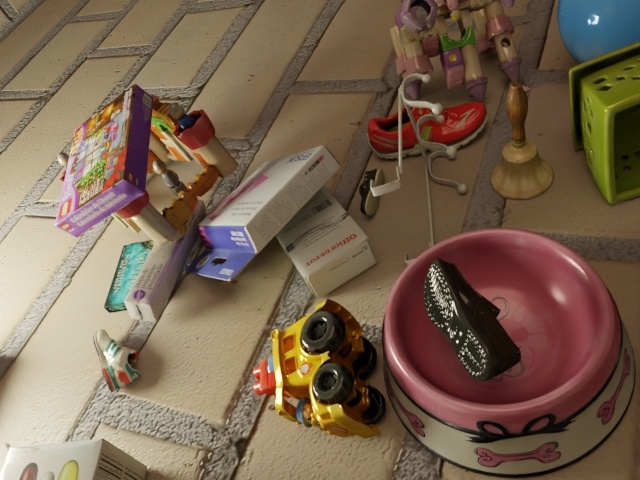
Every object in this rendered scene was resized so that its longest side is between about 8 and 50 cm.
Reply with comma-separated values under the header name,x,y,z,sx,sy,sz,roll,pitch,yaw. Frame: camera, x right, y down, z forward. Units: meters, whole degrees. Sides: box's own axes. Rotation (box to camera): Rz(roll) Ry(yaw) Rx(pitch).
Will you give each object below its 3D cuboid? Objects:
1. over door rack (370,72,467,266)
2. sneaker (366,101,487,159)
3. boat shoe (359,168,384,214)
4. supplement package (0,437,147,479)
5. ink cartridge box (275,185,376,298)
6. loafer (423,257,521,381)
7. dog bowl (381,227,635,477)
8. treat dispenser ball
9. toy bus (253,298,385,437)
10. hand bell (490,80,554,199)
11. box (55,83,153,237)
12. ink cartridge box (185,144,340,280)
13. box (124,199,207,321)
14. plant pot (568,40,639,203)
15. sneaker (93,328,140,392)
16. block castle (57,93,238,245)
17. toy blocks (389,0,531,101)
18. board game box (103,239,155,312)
name,x,y,z,sx,sy,sz,roll,pitch,yaw
over door rack,0.212,-0.142,1.189,0.108,0.239,0.324,-3,49,27
sneaker,0.241,-0.266,1.364,0.279,0.118,0.107,-15,48,10
boat shoe,0.109,-0.106,1.331,0.042,0.049,0.133,-4,48,27
supplement package,-0.425,0.459,0.991,0.194,0.149,0.203,-11,49,14
ink cartridge box,0.000,0.000,1.254,0.153,0.087,0.208,-31,45,-5
loafer,0.219,0.113,0.881,0.078,0.080,0.220,1,41,-20
dog bowl,0.284,0.151,0.964,0.407,0.150,0.408,-12,48,14
treat dispenser ball,0.656,-0.497,1.274,0.288,0.288,0.288,-12,48,13
toy bus,-0.017,0.242,1.026,0.211,0.149,0.220,-26,47,18
hand bell,0.385,-0.205,1.166,0.126,0.242,0.126,-12,48,13
box,-0.447,-0.171,1.253,0.201,0.057,0.293,-28,48,23
ink cartridge box,-0.152,-0.062,1.288,0.330,0.071,0.324,-46,20,-20
box,-0.344,0.034,1.361,0.063,0.067,0.324,8,50,10
plant pot,0.598,-0.243,1.130,0.227,0.228,0.207,-20,41,6
sneaker,-0.423,0.242,1.253,0.075,0.057,0.161,-20,43,-18
block castle,-0.432,-0.192,1.441,0.303,0.213,0.453,-49,35,-16
toy blocks,0.328,-0.445,1.399,0.288,0.309,0.260,-14,89,0
board game box,-0.425,0.078,1.407,0.126,0.026,0.186,-11,48,14
